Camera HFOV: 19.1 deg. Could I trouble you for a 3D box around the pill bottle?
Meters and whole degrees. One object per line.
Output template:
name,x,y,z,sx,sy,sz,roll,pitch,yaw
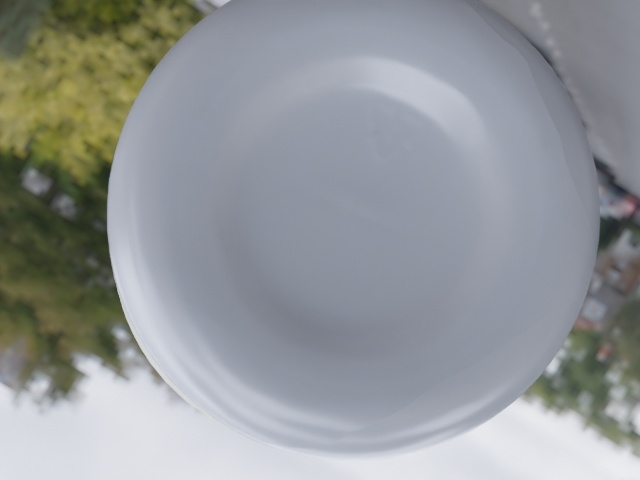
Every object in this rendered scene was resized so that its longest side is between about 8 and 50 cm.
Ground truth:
pill bottle,0.000,0.000,0.471,0.103,0.103,0.184,31,174,-2
